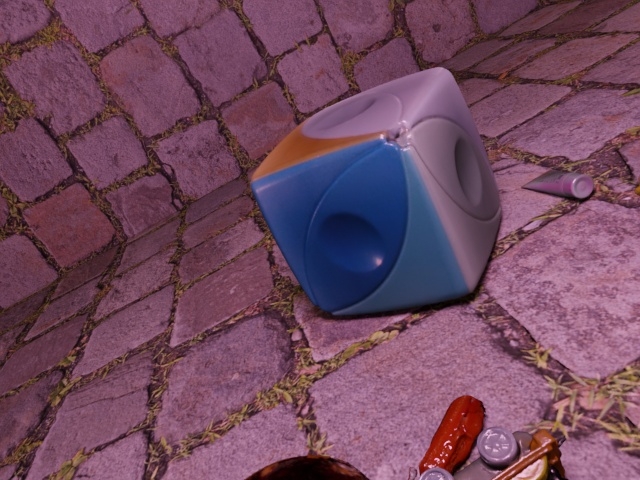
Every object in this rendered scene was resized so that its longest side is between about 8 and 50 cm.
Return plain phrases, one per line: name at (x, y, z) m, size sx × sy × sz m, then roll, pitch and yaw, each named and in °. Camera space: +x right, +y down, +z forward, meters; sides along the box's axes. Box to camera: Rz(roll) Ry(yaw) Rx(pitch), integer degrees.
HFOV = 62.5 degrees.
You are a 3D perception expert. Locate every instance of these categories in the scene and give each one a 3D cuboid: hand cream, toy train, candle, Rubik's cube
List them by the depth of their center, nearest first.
toy train at (0.180, 0.279, 0.533) m, size 0.219 × 0.089 × 0.127 m, roll -31°, pitch 33°, yaw -7°
candle at (0.155, 0.257, 0.650) m, size 0.053 × 0.048 × 0.162 m, roll 16°, pitch 46°, yaw 36°
Rubik's cube at (0.122, -0.091, 1.027) m, size 0.352 × 0.351 × 0.347 m, roll -15°, pitch 26°, yaw 36°
hand cream at (0.483, -0.119, 1.074) m, size 0.076 × 0.047 × 0.174 m, roll -30°, pitch 14°, yaw -1°

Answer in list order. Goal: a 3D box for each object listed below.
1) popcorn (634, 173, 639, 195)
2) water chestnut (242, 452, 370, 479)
popcorn at (0.564, -0.089, 0.706) m, size 0.212 × 0.259 × 0.259 m, roll -9°, pitch 26°, yaw 8°
water chestnut at (-0.030, 0.318, 0.512) m, size 0.223 × 0.224 × 0.238 m, roll -29°, pitch 11°, yaw -1°
